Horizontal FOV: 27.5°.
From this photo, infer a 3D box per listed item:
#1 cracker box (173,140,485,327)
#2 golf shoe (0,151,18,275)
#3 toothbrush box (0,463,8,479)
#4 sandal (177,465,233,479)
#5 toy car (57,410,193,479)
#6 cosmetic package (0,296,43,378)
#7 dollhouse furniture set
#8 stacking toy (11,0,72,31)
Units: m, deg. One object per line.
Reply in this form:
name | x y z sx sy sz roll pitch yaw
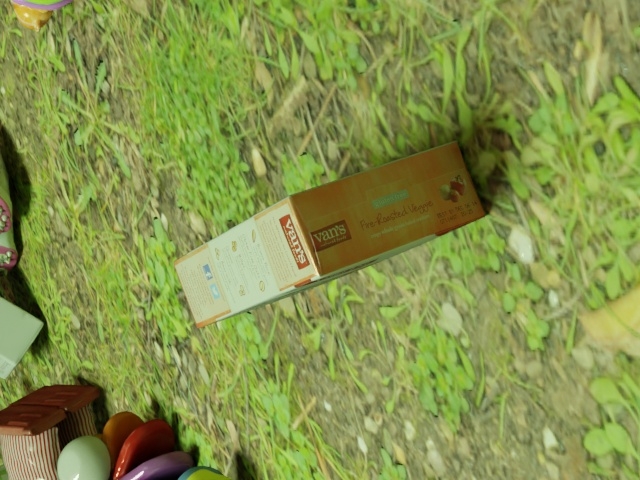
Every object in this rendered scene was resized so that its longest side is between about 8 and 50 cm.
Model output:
cracker box | 0.000 0.000 1.033 0.232 0.155 0.067 -27 83 60
golf shoe | -0.495 -0.042 1.906 0.306 0.115 0.140 122 148 -58
toothbrush box | -0.540 0.506 2.166 0.122 0.206 0.283 52 146 30
sandal | -0.147 0.394 1.514 0.138 0.126 0.317 21 123 36
toy car | -0.217 0.291 1.600 0.136 0.159 0.182 -45 62 18
cosmetic package | -0.537 0.107 1.932 0.231 0.085 0.117 33 154 -9
dollhouse furniture set | -0.471 0.326 1.871 0.374 0.152 0.201 -4 105 34
stacking toy | -0.298 -0.305 1.383 0.302 0.165 0.175 122 139 -67
